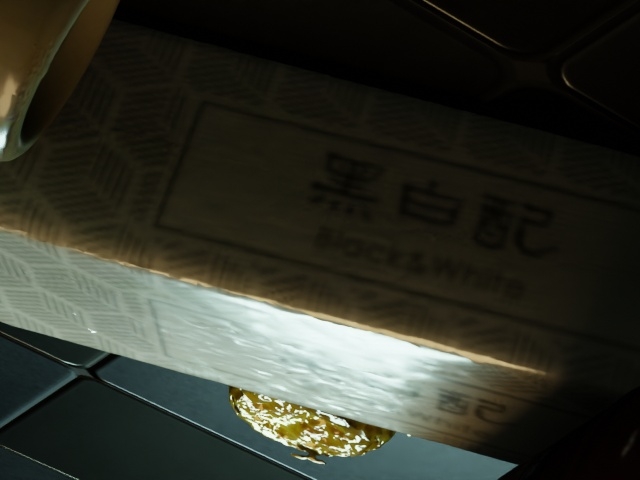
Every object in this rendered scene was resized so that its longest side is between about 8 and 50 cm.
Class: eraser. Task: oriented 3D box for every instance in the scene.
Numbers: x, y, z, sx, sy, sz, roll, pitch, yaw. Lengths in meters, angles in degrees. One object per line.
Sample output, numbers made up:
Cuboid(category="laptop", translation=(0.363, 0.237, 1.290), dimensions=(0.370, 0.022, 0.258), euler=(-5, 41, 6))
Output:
Cuboid(category="eraser", translation=(0.000, 0.000, 0.557), dimensions=(0.403, 0.098, 0.096), euler=(15, 153, 8))

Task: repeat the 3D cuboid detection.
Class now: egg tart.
Cuboid(category="egg tart", translation=(0.000, 0.072, 0.757), dimensions=(0.130, 0.052, 0.130), euler=(14, 152, 8))

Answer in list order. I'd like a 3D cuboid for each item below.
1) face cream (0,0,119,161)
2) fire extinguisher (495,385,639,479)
Cuboid(category="face cream", translation=(-0.224, -0.142, 0.469), dimensions=(0.341, 0.084, 0.137), euler=(30, 152, -2))
Cuboid(category="fire extinguisher", translation=(0.088, 0.116, 0.467), dimensions=(0.135, 0.114, 0.337), euler=(-9, 161, -20))
